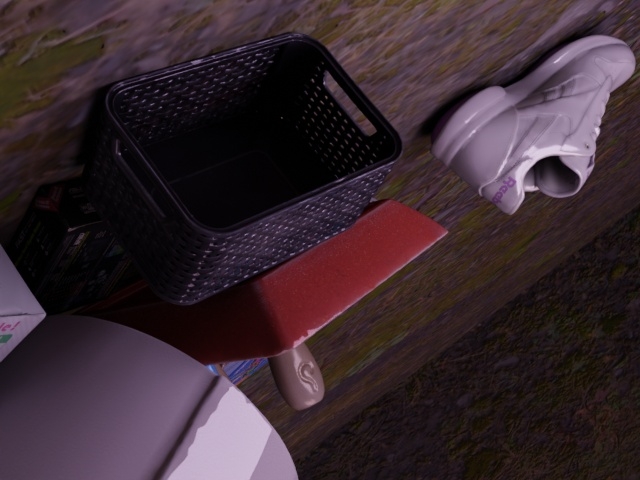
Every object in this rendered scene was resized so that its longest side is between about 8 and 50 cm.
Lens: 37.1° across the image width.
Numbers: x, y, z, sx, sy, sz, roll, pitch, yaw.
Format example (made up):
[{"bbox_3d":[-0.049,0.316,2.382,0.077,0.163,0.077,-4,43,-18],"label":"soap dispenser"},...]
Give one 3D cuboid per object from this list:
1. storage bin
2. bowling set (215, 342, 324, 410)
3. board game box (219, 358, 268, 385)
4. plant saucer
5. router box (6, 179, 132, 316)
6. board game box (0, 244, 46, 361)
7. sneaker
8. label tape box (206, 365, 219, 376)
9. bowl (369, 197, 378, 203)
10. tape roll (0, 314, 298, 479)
[{"bbox_3d":[-0.051,-0.051,0.632,0.180,0.122,0.084,-26,161,-37],"label":"storage bin"},{"bbox_3d":[-0.160,0.173,1.066,0.200,0.154,0.287,-27,178,44],"label":"bowling set"},{"bbox_3d":[-0.053,0.117,1.287,0.281,0.027,0.145,-38,163,-1],"label":"board game box"},{"bbox_3d":[-0.065,0.033,0.765,0.259,0.047,0.258,-12,-168,35],"label":"plant saucer"},{"bbox_3d":[-0.173,0.005,0.680,0.092,0.038,0.122,-18,155,-49],"label":"router box"},{"bbox_3d":[-0.331,0.105,0.508,0.303,0.097,0.224,-41,165,17],"label":"board game box"},{"bbox_3d":[0.264,-0.125,1.070,0.305,0.152,0.114,-31,161,-28],"label":"sneaker"},{"bbox_3d":[-0.224,0.245,0.822,0.348,0.249,0.115,-24,176,-27],"label":"label tape box"},{"bbox_3d":[0.000,0.000,0.972,0.170,0.080,0.170,-35,164,-11],"label":"bowl"},{"bbox_3d":[-0.157,0.193,0.648,0.246,0.246,0.169,-56,-177,48],"label":"tape roll"}]
